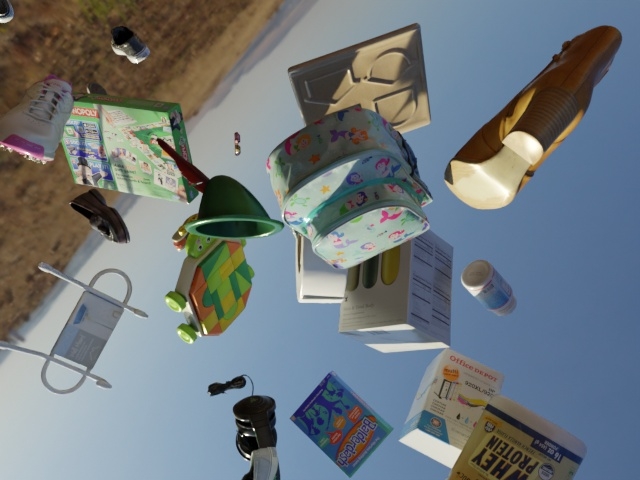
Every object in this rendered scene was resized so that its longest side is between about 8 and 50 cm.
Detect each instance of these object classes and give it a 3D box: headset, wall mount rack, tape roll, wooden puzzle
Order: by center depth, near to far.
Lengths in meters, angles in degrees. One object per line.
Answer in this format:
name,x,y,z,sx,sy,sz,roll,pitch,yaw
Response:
tape roll,0.000,0.000,1.469,0.286,0.100,0.287,-179,-90,-84
wooden puzzle,0.102,-0.366,1.619,0.321,0.348,0.081,-19,-124,1
wall mount rack,-0.614,0.212,1.624,0.130,0.304,0.350,4,-115,60
headset,-0.223,0.571,1.982,0.394,0.185,0.244,-117,-158,-48

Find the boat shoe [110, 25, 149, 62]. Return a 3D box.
boat shoe,-0.538,-0.551,1.789,0.080,0.076,0.228,-37,-139,-5

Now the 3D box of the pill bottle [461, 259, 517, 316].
pill bottle,0.433,0.125,1.661,0.087,0.160,0.087,-30,-143,25

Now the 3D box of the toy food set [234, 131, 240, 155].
toy food set,-0.270,-0.318,2.125,0.122,0.019,0.078,-107,-163,-65

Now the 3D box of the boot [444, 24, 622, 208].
boot,0.302,-0.166,0.933,0.211,0.104,0.295,-49,179,-16

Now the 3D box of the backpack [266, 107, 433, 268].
backpack,0.044,-0.080,1.026,0.225,0.253,0.191,-26,-122,15

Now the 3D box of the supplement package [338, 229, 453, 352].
supplement package,0.188,0.116,1.592,0.199,0.198,0.263,-13,-120,38

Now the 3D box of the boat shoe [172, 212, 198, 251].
boat shoe,-0.358,-0.026,1.798,0.049,0.043,0.137,9,-138,27

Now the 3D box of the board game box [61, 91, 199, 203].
board game box,-0.421,-0.201,1.396,0.317,0.214,0.046,11,-143,22

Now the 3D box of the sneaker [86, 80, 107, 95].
sneaker,-0.516,-0.317,1.516,0.067,0.118,0.042,12,-126,37

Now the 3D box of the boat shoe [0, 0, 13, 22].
boat shoe,-0.570,-0.424,1.081,0.049,0.142,0.040,-44,-173,-13

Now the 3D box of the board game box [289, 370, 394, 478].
board game box,0.052,0.457,1.630,0.160,0.210,0.047,-51,166,6

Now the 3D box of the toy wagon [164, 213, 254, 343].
toy wagon,-0.277,0.089,1.648,0.068,0.345,0.267,19,-132,27

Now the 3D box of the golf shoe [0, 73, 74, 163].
golf shoe,-0.520,-0.234,1.203,0.140,0.115,0.306,-61,-155,10

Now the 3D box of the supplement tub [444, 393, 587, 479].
supplement tub,0.408,0.526,1.428,0.316,0.228,0.228,-60,-165,-5

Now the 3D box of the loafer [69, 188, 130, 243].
loafer,-0.692,-0.063,2.045,0.095,0.109,0.302,-23,-139,-29

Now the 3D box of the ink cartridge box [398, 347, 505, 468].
ink cartridge box,0.336,0.429,1.668,0.233,0.171,0.168,-62,176,-29

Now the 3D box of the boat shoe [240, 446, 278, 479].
boat shoe,-0.174,0.640,1.738,0.079,0.081,0.228,-117,-142,-58

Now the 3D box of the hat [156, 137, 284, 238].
hat,-0.170,-0.109,1.202,0.173,0.208,0.184,-18,-109,50
